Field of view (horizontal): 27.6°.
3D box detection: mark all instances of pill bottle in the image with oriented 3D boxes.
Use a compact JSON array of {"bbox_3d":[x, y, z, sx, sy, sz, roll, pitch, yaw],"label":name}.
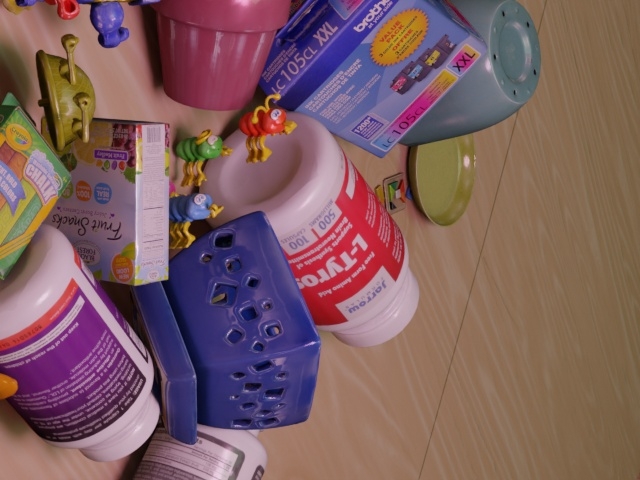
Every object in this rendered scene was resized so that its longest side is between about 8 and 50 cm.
[{"bbox_3d":[-0.183,0.355,1.908,0.176,0.176,0.318,49,56,-47],"label":"pill bottle"},{"bbox_3d":[0.000,0.000,2.062,0.407,0.229,0.229,50,56,-46],"label":"pill bottle"},{"bbox_3d":[-0.331,0.140,1.652,0.181,0.181,0.323,-58,138,-31],"label":"pill bottle"}]

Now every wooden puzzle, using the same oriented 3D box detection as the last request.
[{"bbox_3d":[0.141,-0.086,2.439,0.116,0.014,0.078,-33,122,-49],"label":"wooden puzzle"}]

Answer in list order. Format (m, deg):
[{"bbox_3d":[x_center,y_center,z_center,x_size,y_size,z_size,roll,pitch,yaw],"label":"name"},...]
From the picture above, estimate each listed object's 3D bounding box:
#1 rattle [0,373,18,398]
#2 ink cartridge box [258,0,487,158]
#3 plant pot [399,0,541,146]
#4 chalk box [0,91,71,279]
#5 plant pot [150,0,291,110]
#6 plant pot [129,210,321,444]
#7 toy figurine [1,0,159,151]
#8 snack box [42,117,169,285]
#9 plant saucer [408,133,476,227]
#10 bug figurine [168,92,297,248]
[{"bbox_3d":[-0.464,0.236,1.522,0.199,0.143,0.130,-51,153,-46],"label":"rattle"},{"bbox_3d":[0.052,-0.313,2.047,0.270,0.151,0.395,-46,147,16],"label":"ink cartridge box"},{"bbox_3d":[0.250,-0.322,2.324,0.293,0.235,0.293,3,87,-52],"label":"plant pot"},{"bbox_3d":[-0.400,-0.079,1.556,0.213,0.132,0.132,-62,141,-27],"label":"chalk box"},{"bbox_3d":[-0.149,-0.290,1.845,0.201,0.201,0.180,-25,132,-51],"label":"plant pot"},{"bbox_3d":[-0.142,0.134,1.811,0.212,0.236,0.236,-16,149,-15],"label":"plant pot"},{"bbox_3d":[-0.255,-0.306,1.588,0.217,0.191,0.362,-17,102,-30],"label":"toy figurine"},{"bbox_3d":[-0.281,-0.055,1.695,0.070,0.174,0.207,-12,105,-53],"label":"snack box"},{"bbox_3d":[0.232,-0.146,2.533,0.241,0.037,0.241,-8,100,-55],"label":"plant saucer"},{"bbox_3d":[-0.163,-0.099,1.824,0.072,0.216,0.279,56,51,-24],"label":"bug figurine"}]
